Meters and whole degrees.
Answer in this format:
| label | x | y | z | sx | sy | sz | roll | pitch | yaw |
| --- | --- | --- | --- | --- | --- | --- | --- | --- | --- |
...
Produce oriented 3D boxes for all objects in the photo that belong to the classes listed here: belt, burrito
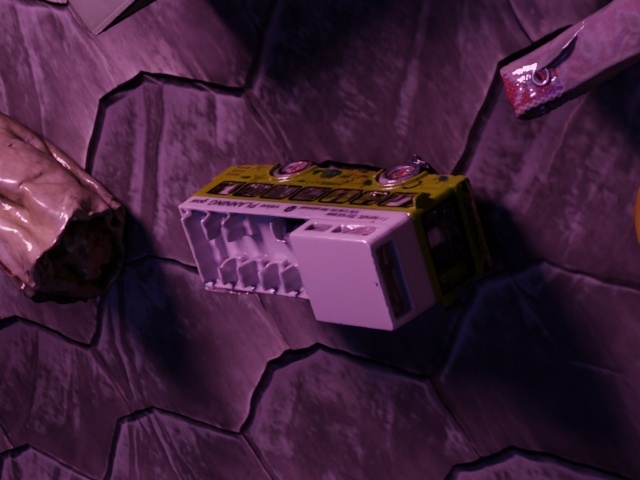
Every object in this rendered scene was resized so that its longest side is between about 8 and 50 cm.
| label | x | y | z | sx | sy | sz | roll | pitch | yaw |
| --- | --- | --- | --- | --- | --- | --- | --- | --- | --- |
| belt | 0.226 | -0.155 | 1.267 | 0.232 | 0.071 | 0.053 | -32 | 88 | 49 |
| burrito | -0.364 | -0.073 | 1.869 | 0.332 | 0.190 | 0.135 | 37 | 104 | 15 |

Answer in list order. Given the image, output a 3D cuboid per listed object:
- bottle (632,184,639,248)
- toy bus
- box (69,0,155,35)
| label | x | y | z | sx | sy | sz | roll | pitch | yaw |
| --- | --- | --- | --- | --- | --- | --- | --- | --- | --- |
| bottle | 0.346 | 0.080 | 1.239 | 0.171 | 0.171 | 0.351 | -18 | 106 | 50 |
| toy bus | 0.000 | 0.000 | 1.554 | 0.301 | 0.139 | 0.113 | 5 | 120 | 45 |
| box | -0.124 | -0.277 | 1.473 | 0.086 | 0.129 | 0.225 | 56 | 142 | -4 |
